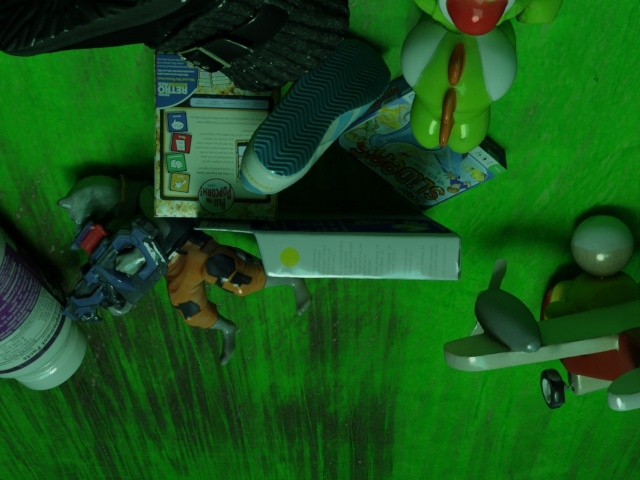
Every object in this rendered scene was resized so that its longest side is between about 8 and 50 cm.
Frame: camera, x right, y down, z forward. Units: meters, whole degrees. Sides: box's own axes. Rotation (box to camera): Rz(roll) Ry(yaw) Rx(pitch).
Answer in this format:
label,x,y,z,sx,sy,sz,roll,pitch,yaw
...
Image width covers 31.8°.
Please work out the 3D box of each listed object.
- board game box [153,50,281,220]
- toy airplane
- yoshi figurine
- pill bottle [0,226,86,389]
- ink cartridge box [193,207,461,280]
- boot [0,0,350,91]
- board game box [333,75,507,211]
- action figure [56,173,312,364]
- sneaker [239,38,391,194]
label,x,y,z,sx,sy,sz,roll,pitch,yaw
board game box,-0.120,-0.123,1.308,0.147,0.045,0.193,2,105,-2
toy airplane,0.406,0.098,1.526,0.384,0.272,0.386,-11,179,36
yoshi figurine,0.152,-0.266,1.135,0.203,0.203,0.362,-28,142,-33
pill bottle,-0.465,0.095,1.616,0.169,0.169,0.301,-11,144,16
ink cartridge box,0.000,0.000,1.414,0.307,0.072,0.303,0,-173,-3
boot,-0.171,-0.237,1.173,0.348,0.131,0.260,4,177,36
board game box,0.123,-0.120,1.416,0.136,0.035,0.201,-27,137,33
action figure,-0.219,0.030,1.535,0.330,0.178,0.341,38,146,-19
sneaker,-0.010,-0.142,1.255,0.087,0.228,0.092,46,150,-3
